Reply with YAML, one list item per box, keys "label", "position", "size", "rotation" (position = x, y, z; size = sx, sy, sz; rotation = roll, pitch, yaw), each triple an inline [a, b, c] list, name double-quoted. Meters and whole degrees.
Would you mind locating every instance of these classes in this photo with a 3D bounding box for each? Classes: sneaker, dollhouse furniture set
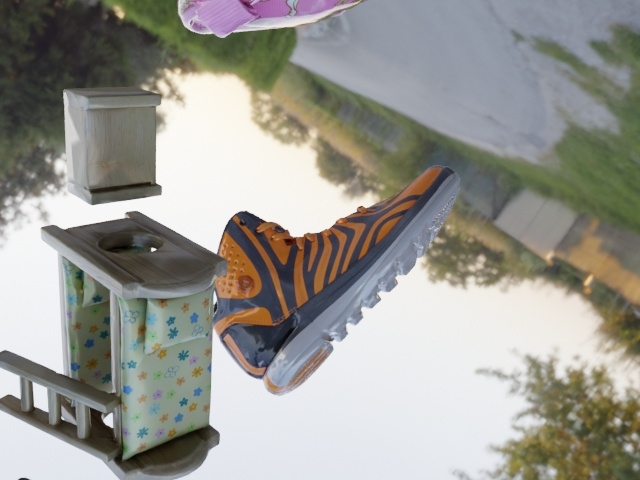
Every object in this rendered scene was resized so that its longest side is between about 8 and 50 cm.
- label: "sneaker"
  position: [0.000, 0.000, 0.799]
  size: [0.180, 0.321, 0.124]
  rotation: [42, 169, 17]
- label: "dollhouse furniture set"
  position: [-0.132, 0.030, 0.336]
  size: [0.161, 0.181, 0.101]
  rotation: [-14, -153, -41]

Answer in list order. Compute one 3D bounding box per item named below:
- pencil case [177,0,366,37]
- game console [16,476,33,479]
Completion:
- label: "pencil case"
  position: [-0.054, -0.347, 0.526]
  size: [0.167, 0.386, 0.160]
  rotation: [-11, -172, -14]
- label: "game console"
  position: [-0.287, 0.438, 0.735]
  size: [0.250, 0.293, 0.173]
  rotation: [8, -158, 38]
